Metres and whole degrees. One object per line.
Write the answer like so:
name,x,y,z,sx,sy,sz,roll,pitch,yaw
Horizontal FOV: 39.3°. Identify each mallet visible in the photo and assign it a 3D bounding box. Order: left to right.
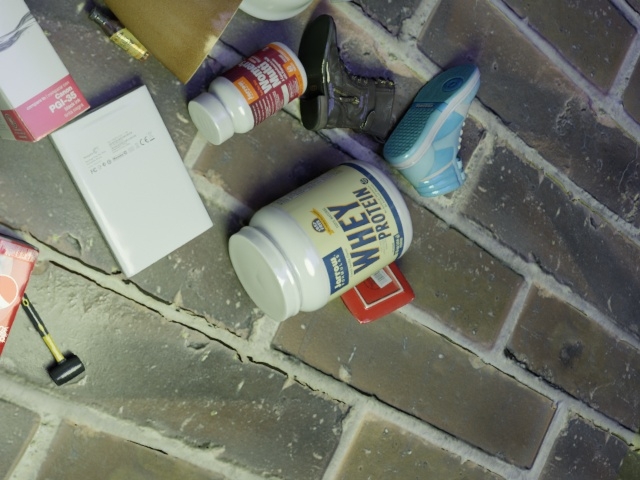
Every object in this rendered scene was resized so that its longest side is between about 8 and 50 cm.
mallet,-0.514,0.187,1.663,0.062,0.039,0.190,-40,112,-18

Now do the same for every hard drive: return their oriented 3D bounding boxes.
hard drive,-0.355,-0.112,1.708,0.203,0.040,0.308,-34,115,-24

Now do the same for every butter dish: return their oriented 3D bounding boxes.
butter dish,0.101,0.113,2.000,0.159,0.118,0.160,-24,69,-25

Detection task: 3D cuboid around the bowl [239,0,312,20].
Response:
bowl,-0.068,-0.585,1.738,0.297,0.134,0.298,-3,95,-38

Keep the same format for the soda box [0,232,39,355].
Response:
soda box,-0.584,0.119,1.568,0.083,0.092,0.263,23,86,-33

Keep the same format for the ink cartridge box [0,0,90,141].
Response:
ink cartridge box,-0.527,-0.310,1.464,0.117,0.207,0.283,-39,117,-23

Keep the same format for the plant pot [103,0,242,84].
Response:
plant pot,-0.283,-0.450,1.605,0.254,0.237,0.237,33,79,-16

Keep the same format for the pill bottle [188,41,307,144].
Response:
pill bottle,-0.143,-0.288,1.766,0.221,0.121,0.121,-38,116,-22

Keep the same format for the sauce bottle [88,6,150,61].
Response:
sauce bottle,-0.369,-0.381,1.654,0.128,0.042,0.042,33,80,-30

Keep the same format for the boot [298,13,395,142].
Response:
boot,0.067,-0.342,1.924,0.229,0.091,0.263,-4,104,-38

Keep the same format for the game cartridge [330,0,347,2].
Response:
game cartridge,0.095,-0.610,1.800,0.355,0.068,0.230,-37,125,-58

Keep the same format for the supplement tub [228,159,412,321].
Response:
supplement tub,0.000,0.000,1.837,0.324,0.235,0.235,-31,113,-25

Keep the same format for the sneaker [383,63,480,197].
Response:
sneaker,0.289,-0.236,2.057,0.319,0.127,0.208,-50,126,-15
